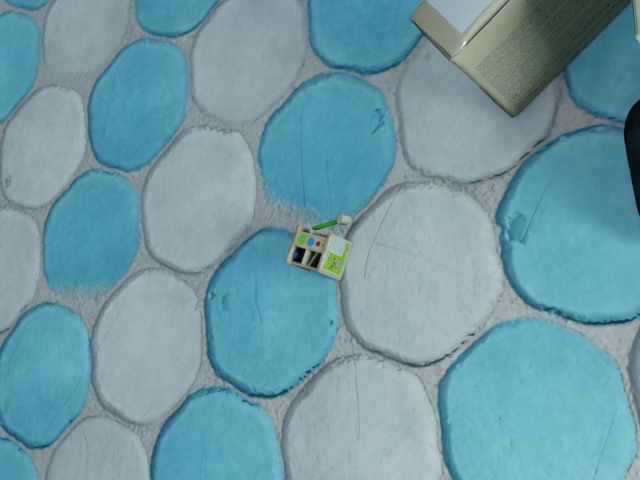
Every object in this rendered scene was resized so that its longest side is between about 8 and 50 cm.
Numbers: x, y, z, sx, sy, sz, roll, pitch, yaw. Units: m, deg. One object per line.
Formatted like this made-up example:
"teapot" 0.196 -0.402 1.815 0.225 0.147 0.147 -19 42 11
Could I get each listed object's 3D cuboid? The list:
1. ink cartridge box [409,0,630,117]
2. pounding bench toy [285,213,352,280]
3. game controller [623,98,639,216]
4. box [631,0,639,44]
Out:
"ink cartridge box" 0.239 -0.273 0.982 0.234 0.193 0.088 -45 58 14
"pounding bench toy" 0.000 0.000 1.148 0.065 0.052 0.083 16 86 36
"game controller" 0.456 -0.084 0.839 0.319 0.067 0.166 -7 98 31
"box" 0.437 -0.226 0.827 0.243 0.213 0.117 -7 73 32
